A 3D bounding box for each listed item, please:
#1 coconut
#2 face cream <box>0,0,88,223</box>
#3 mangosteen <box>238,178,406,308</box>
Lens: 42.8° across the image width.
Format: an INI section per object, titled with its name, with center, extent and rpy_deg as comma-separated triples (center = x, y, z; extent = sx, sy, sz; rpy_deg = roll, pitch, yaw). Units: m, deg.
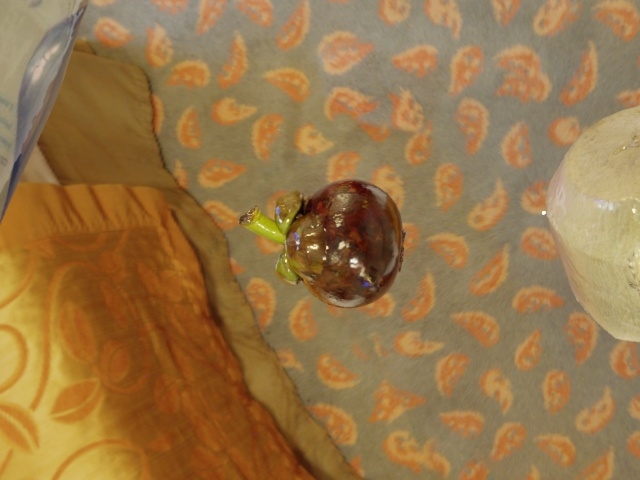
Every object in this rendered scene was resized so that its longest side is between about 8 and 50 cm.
[coconut]
center = 0.171, 0.001, 0.398
extent = 0.110, 0.110, 0.124
rpy_deg = -28, 122, 14
[face cream]
center = -0.333, -0.155, 0.720
extent = 0.137, 0.235, 0.420
rpy_deg = 1, 63, 32
[mangosteen]
center = 0.007, 0.010, 0.930
extent = 0.182, 0.156, 0.145
rpy_deg = -13, 84, -5
